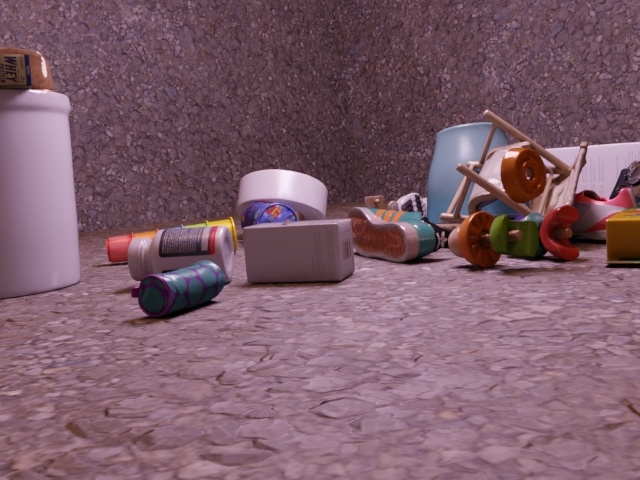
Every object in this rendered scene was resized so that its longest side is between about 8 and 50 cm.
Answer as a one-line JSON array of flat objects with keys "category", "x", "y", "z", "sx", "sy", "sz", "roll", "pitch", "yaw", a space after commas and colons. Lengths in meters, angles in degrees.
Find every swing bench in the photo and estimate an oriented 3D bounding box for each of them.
[{"category": "swing bench", "x": 0.435, "y": -0.128, "z": 1.573, "sx": 0.255, "sy": 0.165, "sz": 0.253, "roll": 22, "pitch": 44, "yaw": 13}]

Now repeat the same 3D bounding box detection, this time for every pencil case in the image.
[{"category": "pencil case", "x": -0.212, "y": 0.072, "z": 1.082, "sx": 0.070, "sy": 0.064, "sz": 0.152, "roll": 16, "pitch": 12, "yaw": 22}, {"category": "pencil case", "x": -0.141, "y": -0.046, "z": 1.985, "sx": 0.133, "sy": 0.119, "sz": 0.306, "roll": 27, "pitch": -3, "yaw": -14}]

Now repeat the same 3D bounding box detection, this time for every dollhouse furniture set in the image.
[{"category": "dollhouse furniture set", "x": 0.215, "y": -0.052, "z": 1.748, "sx": 0.144, "sy": 0.123, "sz": 0.151, "roll": -8, "pitch": 7, "yaw": -36}]

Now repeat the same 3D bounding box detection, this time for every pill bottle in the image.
[{"category": "pill bottle", "x": -0.259, "y": 0.030, "z": 1.323, "sx": 0.180, "sy": 0.108, "sz": 0.108, "roll": -3, "pitch": 6, "yaw": 5}]

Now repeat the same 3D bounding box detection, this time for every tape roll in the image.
[{"category": "tape roll", "x": -0.121, "y": -0.119, "z": 2.234, "sx": 0.286, "sy": 0.100, "sz": 0.286, "roll": 4, "pitch": -19, "yaw": 1}]

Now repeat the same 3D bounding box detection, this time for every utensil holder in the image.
[{"category": "utensil holder", "x": -0.655, "y": -0.091, "z": 1.428, "sx": 0.328, "sy": 0.385, "sz": 0.327, "roll": -5, "pitch": 6, "yaw": 0}]

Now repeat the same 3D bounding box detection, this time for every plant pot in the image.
[{"category": "plant pot", "x": 0.400, "y": -0.164, "z": 1.854, "sx": 0.272, "sy": 0.255, "sz": 0.271, "roll": -4, "pitch": -6, "yaw": 0}]

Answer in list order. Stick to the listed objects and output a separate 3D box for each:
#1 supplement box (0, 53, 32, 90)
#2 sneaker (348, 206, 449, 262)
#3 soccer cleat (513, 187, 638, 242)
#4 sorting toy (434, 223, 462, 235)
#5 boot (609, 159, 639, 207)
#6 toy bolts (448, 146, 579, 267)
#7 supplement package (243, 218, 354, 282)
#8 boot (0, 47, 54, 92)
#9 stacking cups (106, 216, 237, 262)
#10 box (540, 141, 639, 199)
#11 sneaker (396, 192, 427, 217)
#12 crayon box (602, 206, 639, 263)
[{"category": "supplement box", "x": -0.575, "y": -0.306, "z": 1.297, "sx": 0.083, "sy": 0.056, "sz": 0.083, "roll": -6, "pitch": 6, "yaw": -24}, {"category": "sneaker", "x": 0.163, "y": -0.014, "z": 1.544, "sx": 0.121, "sy": 0.108, "sz": 0.302, "roll": -5, "pitch": 14, "yaw": -23}, {"category": "soccer cleat", "x": 0.570, "y": -0.059, "z": 1.604, "sx": 0.109, "sy": 0.116, "sz": 0.318, "roll": -8, "pitch": 7, "yaw": -33}, {"category": "sorting toy", "x": 0.319, "y": -0.014, "z": 1.652, "sx": 0.275, "sy": 0.046, "sz": 0.132, "roll": -1, "pitch": 3, "yaw": -30}, {"category": "boot", "x": 0.750, "y": -0.104, "z": 1.592, "sx": 0.207, "sy": 0.094, "sz": 0.246, "roll": -48, "pitch": 22, "yaw": -25}, {"category": "toy bolts", "x": 0.356, "y": -0.046, "z": 1.327, "sx": 0.229, "sy": 0.218, "sz": 0.158, "roll": 14, "pitch": -12, "yaw": -34}, {"category": "supplement package", "x": -0.038, "y": 0.018, "z": 1.300, "sx": 0.179, "sy": 0.105, "sz": 0.105, "roll": -3, "pitch": 6, "yaw": 17}, {"category": "boot", "x": -0.725, "y": -0.341, "z": 1.491, "sx": 0.305, "sy": 0.115, "sz": 0.112, "roll": -8, "pitch": 8, "yaw": -26}, {"category": "stacking cups", "x": -0.372, "y": 0.002, "z": 1.780, "sx": 0.316, "sy": 0.096, "sz": 0.096, "roll": -6, "pitch": 6, "yaw": -17}, {"category": "box", "x": 0.760, "y": -0.144, "z": 1.852, "sx": 0.345, "sy": 0.215, "sz": 0.168, "roll": 2, "pitch": 8, "yaw": 44}, {"category": "sneaker", "x": 0.281, "y": -0.085, "z": 2.227, "sx": 0.118, "sy": 0.110, "sz": 0.292, "roll": -10, "pitch": -5, "yaw": 23}, {"category": "crayon box", "x": 0.636, "y": -0.013, "z": 1.272, "sx": 0.202, "sy": 0.081, "sz": 0.318, "roll": 0, "pitch": 7, "yaw": 31}]
